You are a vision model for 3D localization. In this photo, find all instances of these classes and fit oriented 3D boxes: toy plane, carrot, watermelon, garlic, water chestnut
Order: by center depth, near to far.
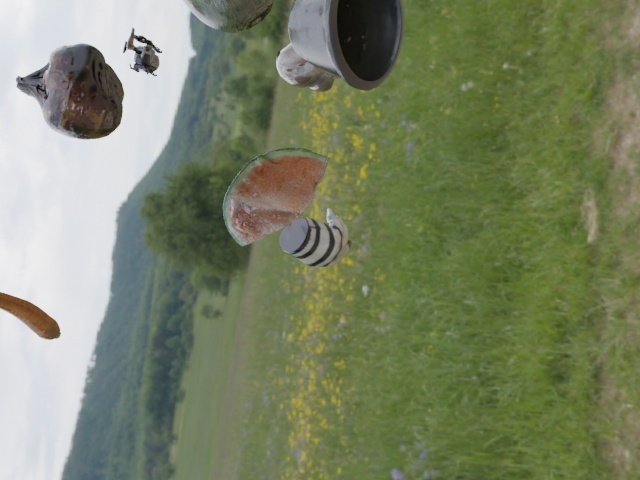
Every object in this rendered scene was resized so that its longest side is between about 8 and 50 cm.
[{"bbox_3d":[-0.420,-0.439,1.635,0.197,0.054,0.078,-3,-71,-84],"label":"toy plane"},{"bbox_3d":[-0.775,0.176,1.776,0.062,0.271,0.066,13,63,49],"label":"carrot"},{"bbox_3d":[-0.698,-0.416,1.978,0.289,0.245,0.288,-14,-90,-78],"label":"water chestnut"},{"bbox_3d":[-0.013,-0.594,2.216,0.237,0.210,0.292,-63,35,16],"label":"garlic"},{"bbox_3d":[-0.177,-0.175,2.235,0.319,0.222,0.292,-18,46,42],"label":"watermelon"}]

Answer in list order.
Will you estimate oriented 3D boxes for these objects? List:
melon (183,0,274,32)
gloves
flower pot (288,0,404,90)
[{"bbox_3d":[-0.263,-0.696,1.804,0.249,0.329,0.248,-42,5,4],"label":"melon"},{"bbox_3d":[0.009,0.005,1.662,0.140,0.219,0.131,-58,45,15],"label":"gloves"},{"bbox_3d":[0.041,-0.453,1.463,0.269,0.166,0.268,-17,-69,-51],"label":"flower pot"}]
